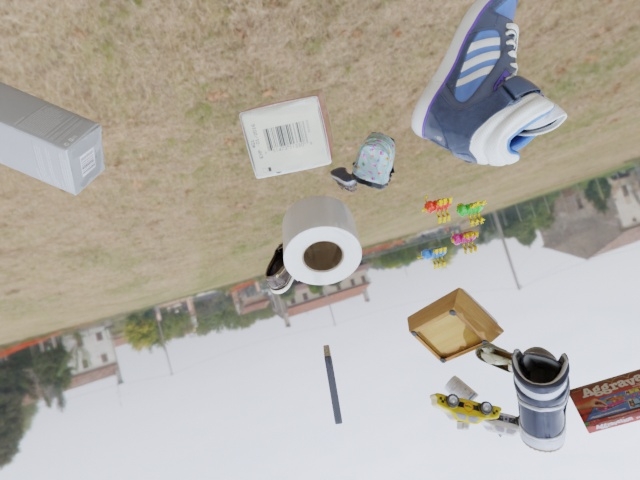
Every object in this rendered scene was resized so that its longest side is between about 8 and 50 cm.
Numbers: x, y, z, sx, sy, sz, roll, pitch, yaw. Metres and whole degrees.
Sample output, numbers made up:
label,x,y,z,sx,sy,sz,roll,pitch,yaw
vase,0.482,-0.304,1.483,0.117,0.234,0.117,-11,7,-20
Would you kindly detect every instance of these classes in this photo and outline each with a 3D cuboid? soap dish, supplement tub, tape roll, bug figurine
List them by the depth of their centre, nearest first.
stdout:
label,x,y,z,sx,sy,sz,roll,pitch,yaw
tape roll,0.000,0.000,1.370,0.246,0.246,0.169,-17,-140,8
bug figurine,0.425,-0.042,1.400,0.217,0.278,0.072,-9,-144,-6
supplement tub,0.520,0.559,1.574,0.071,0.107,0.070,-29,139,-29
soap dish,0.494,0.331,1.615,0.291,0.229,0.118,-45,-178,44

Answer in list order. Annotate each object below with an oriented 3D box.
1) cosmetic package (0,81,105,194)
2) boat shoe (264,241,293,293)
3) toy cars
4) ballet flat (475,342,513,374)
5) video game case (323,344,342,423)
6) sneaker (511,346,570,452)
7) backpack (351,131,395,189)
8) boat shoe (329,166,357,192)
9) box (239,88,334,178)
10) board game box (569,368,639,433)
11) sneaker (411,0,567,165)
label,x,y,z,sx,sy,sz,roll,pitch,yaw
cosmetic package,-0.555,-0.200,0.819,0.107,0.238,0.127,-65,-178,-41
boat shoe,-0.139,0.063,1.750,0.117,0.096,0.324,0,-133,26
toy cars,0.485,0.537,1.275,0.394,0.087,0.177,28,154,-33
ballet flat,0.536,0.351,1.212,0.068,0.072,0.213,-3,-171,-33
video game case,0.037,0.452,1.379,0.026,0.195,0.274,-10,173,-1
sneaker,0.428,0.249,0.829,0.099,0.153,0.282,-4,-162,27
backpack,0.186,-0.269,1.445,0.152,0.115,0.181,16,132,3
boat shoe,0.087,-0.227,1.627,0.066,0.066,0.183,-24,-150,-6
box,-0.056,-0.224,0.865,0.149,0.126,0.232,-11,-158,7
board game box,0.772,0.374,1.043,0.282,0.027,0.145,-27,-173,19
sneaker,0.337,-0.283,0.760,0.322,0.236,0.130,-58,151,0
